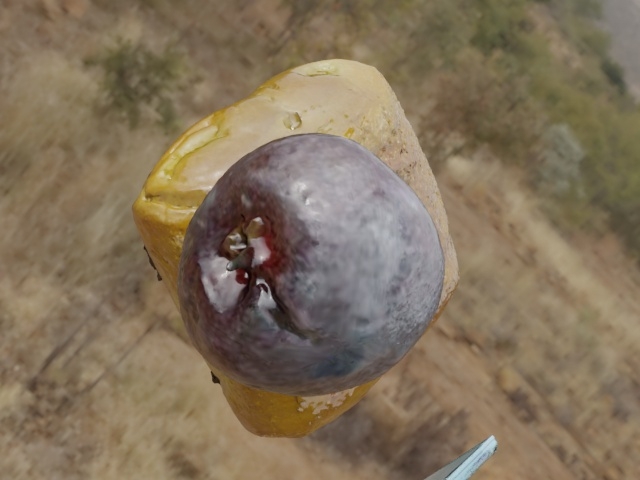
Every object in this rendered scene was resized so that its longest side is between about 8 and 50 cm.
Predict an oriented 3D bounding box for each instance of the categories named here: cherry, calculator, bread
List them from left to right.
[{"bbox_3d":[-0.003,0.024,0.918,0.195,0.195,0.195,37,21,-17],"label":"cherry"},{"bbox_3d":[0.005,0.001,1.302,0.148,0.328,0.337,12,-49,50],"label":"bread"},{"bbox_3d":[0.060,0.175,0.854,0.018,0.172,0.057,47,54,5],"label":"calculator"}]
